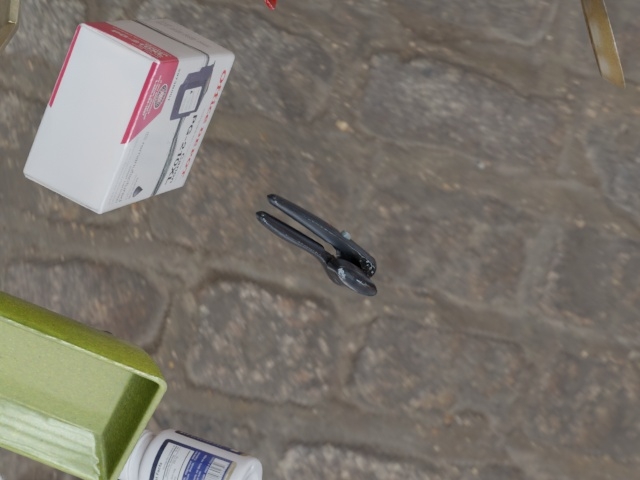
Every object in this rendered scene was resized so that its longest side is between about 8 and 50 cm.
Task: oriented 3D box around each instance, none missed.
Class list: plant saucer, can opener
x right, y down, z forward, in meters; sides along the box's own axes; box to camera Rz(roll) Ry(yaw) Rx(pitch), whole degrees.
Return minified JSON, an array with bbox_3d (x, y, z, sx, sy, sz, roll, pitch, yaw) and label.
[{"bbox_3d":[-0.232,0.114,1.227,0.188,0.045,0.188,23,139,-8],"label":"plant saucer"},{"bbox_3d":[0.197,-0.145,1.042,0.015,0.083,0.083,-16,110,11],"label":"plant saucer"},{"bbox_3d":[0.000,0.000,1.795,0.186,0.073,0.059,39,80,-25],"label":"can opener"}]

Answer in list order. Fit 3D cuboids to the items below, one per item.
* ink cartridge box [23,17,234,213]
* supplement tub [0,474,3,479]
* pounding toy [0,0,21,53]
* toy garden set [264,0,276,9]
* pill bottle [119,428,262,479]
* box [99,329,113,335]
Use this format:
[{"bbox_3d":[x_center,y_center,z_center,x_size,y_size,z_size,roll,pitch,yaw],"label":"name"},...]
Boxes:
[{"bbox_3d":[-0.197,-0.138,1.573,0.100,0.237,0.172,27,105,10],"label":"ink cartridge box"},{"bbox_3d":[-0.489,0.344,1.809,0.199,0.144,0.144,-26,118,40],"label":"supplement tub"},{"bbox_3d":[-0.359,-0.248,1.487,0.100,0.141,0.130,13,123,0],"label":"pounding toy"},{"bbox_3d":[-0.039,-0.272,0.970,0.049,0.244,0.204,-10,147,-13],"label":"toy garden set"},{"bbox_3d":[-0.165,0.286,1.819,0.169,0.094,0.094,16,103,20],"label":"pill bottle"},{"bbox_3d":[-0.478,0.149,1.647,0.395,0.318,0.097,11,69,-48],"label":"box"}]
